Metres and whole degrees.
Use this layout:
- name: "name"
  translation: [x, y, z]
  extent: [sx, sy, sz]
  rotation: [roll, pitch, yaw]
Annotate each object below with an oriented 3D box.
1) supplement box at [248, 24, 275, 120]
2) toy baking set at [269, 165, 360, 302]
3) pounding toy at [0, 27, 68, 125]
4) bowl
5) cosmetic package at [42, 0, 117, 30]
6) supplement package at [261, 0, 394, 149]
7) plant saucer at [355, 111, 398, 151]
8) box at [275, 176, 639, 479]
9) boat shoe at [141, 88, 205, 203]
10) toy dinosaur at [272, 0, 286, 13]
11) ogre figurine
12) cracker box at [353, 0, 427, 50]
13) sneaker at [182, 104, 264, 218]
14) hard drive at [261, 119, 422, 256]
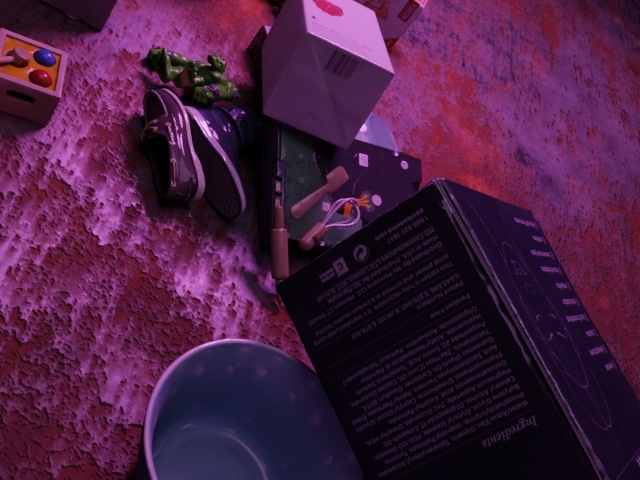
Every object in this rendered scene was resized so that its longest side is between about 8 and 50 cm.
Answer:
- name: "supplement box"
  translation: [-0.054, -0.330, 1.730]
  extent: [0.130, 0.073, 0.239]
  rotation: [4, 54, -37]
- name: "toy baking set"
  translation: [-0.005, 0.002, 1.440]
  extent: [0.197, 0.030, 0.256]
  rotation: [-6, 91, -36]
- name: "pounding toy"
  translation: [-0.479, -0.266, 1.306]
  extent: [0.141, 0.100, 0.130]
  rotation: [18, 46, -28]
- name: "bowl"
  translation: [-0.112, 0.302, 1.078]
  extent: [0.311, 0.163, 0.311]
  rotation: [22, 45, -23]
- name: "cosmetic package"
  translation: [-0.394, -0.507, 1.478]
  extent: [0.127, 0.238, 0.107]
  rotation: [26, 46, -24]
- name: "supplement package"
  translation: [0.004, -0.340, 1.548]
  extent: [0.177, 0.175, 0.293]
  rotation: [21, 32, -19]
- name: "plant saucer"
  translation: [0.120, -0.211, 1.750]
  extent: [0.195, 0.037, 0.195]
  rotation: [42, 33, -36]
- name: "box"
  translation: [0.248, 0.203, 1.230]
  extent: [0.480, 0.297, 0.471]
  rotation: [8, 51, -62]
- name: "boat shoe"
  translation: [-0.264, -0.168, 1.414]
  extent: [0.069, 0.081, 0.227]
  rotation: [0, 59, -44]
- name: "toy dinosaur"
  translation: [0.000, -0.534, 1.900]
  extent: [0.322, 0.164, 0.218]
  rotation: [12, 29, -4]
- name: "ogre figurine"
  translation: [-0.231, -0.304, 1.546]
  extent: [0.197, 0.097, 0.118]
  rotation: [16, 10, 41]
- name: "cracker box"
  translation: [0.127, -0.599, 2.040]
  extent: [0.232, 0.156, 0.067]
  rotation: [35, 41, -10]
- name: "sneaker"
  translation: [-0.151, -0.149, 1.489]
  extent: [0.163, 0.086, 0.226]
  rotation: [-13, 71, -49]
- name: "hard drive"
  translation: [0.048, -0.078, 1.559]
  extent: [0.339, 0.064, 0.237]
  rotation: [12, 68, -33]
